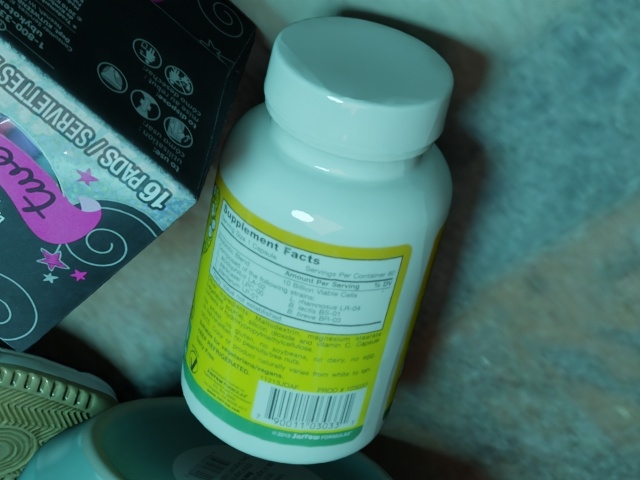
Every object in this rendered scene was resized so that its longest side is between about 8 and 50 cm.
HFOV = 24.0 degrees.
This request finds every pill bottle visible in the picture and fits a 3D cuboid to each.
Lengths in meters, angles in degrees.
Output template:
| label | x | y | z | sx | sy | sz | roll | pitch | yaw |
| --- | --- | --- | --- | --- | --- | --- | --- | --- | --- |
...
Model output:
| label | x | y | z | sx | sy | sz | roll | pitch | yaw |
| --- | --- | --- | --- | --- | --- | --- | --- | --- | --- |
| pill bottle | 0.000 | 0.000 | 0.758 | 0.118 | 0.117 | 0.208 | 16 | 124 | 4 |

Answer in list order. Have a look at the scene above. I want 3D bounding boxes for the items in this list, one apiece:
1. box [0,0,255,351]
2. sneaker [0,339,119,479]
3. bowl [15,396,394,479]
| label | x | y | z | sx | sy | sz | roll | pitch | yaw |
| --- | --- | --- | --- | --- | --- | --- | --- | --- | --- |
| box | -0.177 | -0.097 | 0.703 | 0.247 | 0.163 | 0.142 | 39 | 123 | -18 |
| sneaker | -0.256 | 0.050 | 0.876 | 0.282 | 0.153 | 0.099 | 12 | 126 | -30 |
| bowl | -0.059 | 0.193 | 0.813 | 0.312 | 0.311 | 0.163 | 16 | 104 | 4 |
